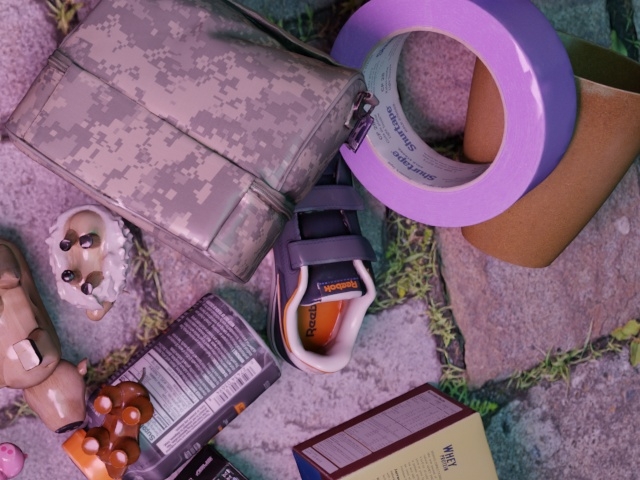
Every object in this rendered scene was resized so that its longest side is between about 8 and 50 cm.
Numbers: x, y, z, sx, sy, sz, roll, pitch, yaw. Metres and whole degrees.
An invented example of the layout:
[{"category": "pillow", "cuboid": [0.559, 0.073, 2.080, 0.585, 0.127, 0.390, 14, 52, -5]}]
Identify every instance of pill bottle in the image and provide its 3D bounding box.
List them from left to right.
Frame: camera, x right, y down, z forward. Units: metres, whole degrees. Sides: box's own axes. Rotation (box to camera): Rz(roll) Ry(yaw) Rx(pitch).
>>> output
[{"category": "pill bottle", "cuboid": [-0.173, 0.183, 1.721, 0.246, 0.130, 0.130, -41, 115, -11]}]

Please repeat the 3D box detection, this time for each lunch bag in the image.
[{"category": "lunch bag", "cuboid": [-0.127, -0.130, 1.579, 0.305, 0.212, 0.256, 33, 90, 8]}]

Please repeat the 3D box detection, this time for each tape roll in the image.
[{"category": "tape roll", "cuboid": [0.143, -0.157, 1.700, 0.090, 0.275, 0.274, -35, 118, -51]}]

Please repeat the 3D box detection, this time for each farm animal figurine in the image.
[{"category": "farm animal figurine", "cuboid": [-0.333, 0.141, 1.606, 0.330, 0.172, 0.326, -9, 93, 7]}]

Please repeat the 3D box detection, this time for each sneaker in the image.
[{"category": "sneaker", "cuboid": [0.000, 0.000, 1.763, 0.126, 0.127, 0.321, -9, 103, -21]}]

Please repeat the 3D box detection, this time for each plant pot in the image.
[{"category": "plant pot", "cuboid": [0.264, -0.104, 1.820, 0.237, 0.237, 0.254, 9, 112, -26]}]

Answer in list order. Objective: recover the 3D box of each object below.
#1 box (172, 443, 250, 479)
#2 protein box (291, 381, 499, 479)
[{"category": "box", "cuboid": [-0.113, 0.358, 1.816, 0.147, 0.077, 0.180, -49, 116, -8]}, {"category": "protein box", "cuboid": [0.104, 0.316, 1.872, 0.201, 0.136, 0.199, -23, 109, -18]}]
